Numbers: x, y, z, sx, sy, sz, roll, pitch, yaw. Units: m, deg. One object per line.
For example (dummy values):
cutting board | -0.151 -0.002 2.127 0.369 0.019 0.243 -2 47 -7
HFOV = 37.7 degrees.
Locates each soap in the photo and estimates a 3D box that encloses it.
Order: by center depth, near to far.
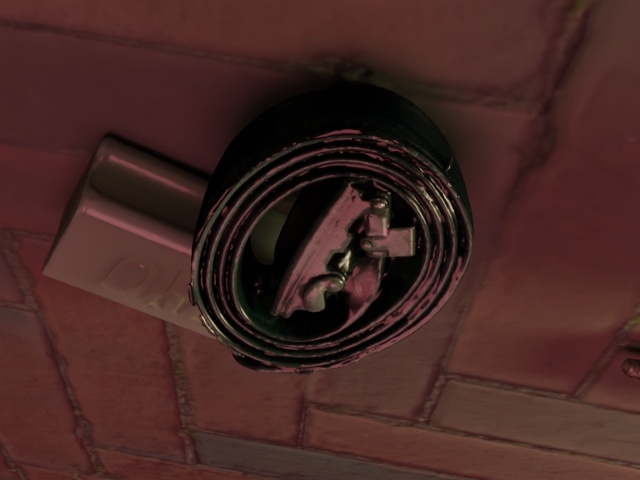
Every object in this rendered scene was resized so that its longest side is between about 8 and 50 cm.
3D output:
soap | -0.117 0.019 0.907 0.265 0.087 0.160 23 146 -19

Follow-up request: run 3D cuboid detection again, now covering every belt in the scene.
belt | 0.000 0.000 0.765 0.206 0.116 0.267 32 119 -19

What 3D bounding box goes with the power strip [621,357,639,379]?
power strip | 0.488 0.163 0.983 0.338 0.058 0.098 9 148 3
